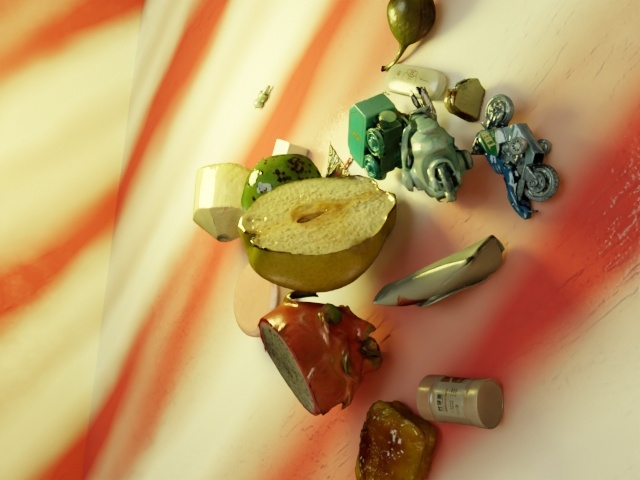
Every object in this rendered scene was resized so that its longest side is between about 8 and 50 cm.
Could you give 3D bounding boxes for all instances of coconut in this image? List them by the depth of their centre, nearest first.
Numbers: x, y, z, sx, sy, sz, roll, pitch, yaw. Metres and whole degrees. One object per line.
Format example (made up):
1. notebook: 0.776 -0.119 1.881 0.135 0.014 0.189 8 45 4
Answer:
1. coconut: -0.308 -0.114 1.867 0.239 0.239 0.245 -19 67 47

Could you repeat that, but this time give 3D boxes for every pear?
1. pear: 0.000 0.000 1.398 0.340 0.386 0.192 -131 29 -49

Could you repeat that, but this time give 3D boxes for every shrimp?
1. shrimp: 0.210 -0.317 1.390 0.219 0.046 0.152 53 148 34

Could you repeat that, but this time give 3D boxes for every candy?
1. candy: -0.172 0.185 1.746 0.255 0.094 0.256 -15 71 47

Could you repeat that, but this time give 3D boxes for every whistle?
1. whistle: -0.204 -0.500 1.979 0.100 0.035 0.035 -52 47 28

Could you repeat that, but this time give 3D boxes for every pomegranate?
1. pomegranate: -0.096 -0.119 1.620 0.254 0.271 0.254 -30 20 12

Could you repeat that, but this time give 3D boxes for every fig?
1. fig: 0.208 -0.522 1.445 0.124 0.124 0.236 64 147 36

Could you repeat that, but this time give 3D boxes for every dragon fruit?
1. dragon fruit: 0.010 0.260 1.388 0.305 0.225 0.305 50 159 27

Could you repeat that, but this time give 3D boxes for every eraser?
1. eraser: -0.128 -0.160 1.781 0.076 0.078 0.298 28 104 49

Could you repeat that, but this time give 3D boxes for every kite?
1. kite: 0.051 -0.190 1.624 0.189 0.009 0.232 -55 45 28

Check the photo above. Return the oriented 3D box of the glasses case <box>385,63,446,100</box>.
1. glasses case: 0.234 -0.396 1.416 0.193 0.049 0.074 32 108 50

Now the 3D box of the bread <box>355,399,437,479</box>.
1. bread: 0.136 0.560 1.286 0.185 0.109 0.381 21 100 50

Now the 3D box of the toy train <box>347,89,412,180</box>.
1. toy train: 0.140 -0.253 1.396 0.163 0.112 0.203 54 157 31

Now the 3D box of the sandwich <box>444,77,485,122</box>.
1. sandwich: 0.318 -0.318 1.256 0.035 0.104 0.093 12 95 50

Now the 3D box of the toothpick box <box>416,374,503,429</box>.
1. toothpick box: 0.284 0.328 1.162 0.148 0.098 0.099 -10 75 48

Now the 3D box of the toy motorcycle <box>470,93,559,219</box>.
1. toy motorcycle: 0.385 -0.169 1.158 0.135 0.092 0.255 -46 59 46

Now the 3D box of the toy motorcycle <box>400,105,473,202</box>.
1. toy motorcycle: 0.240 -0.179 1.214 0.154 0.260 0.206 -18 92 8

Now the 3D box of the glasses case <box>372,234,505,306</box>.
1. glasses case: 0.252 0.091 1.232 0.308 0.128 0.083 -32 83 42
